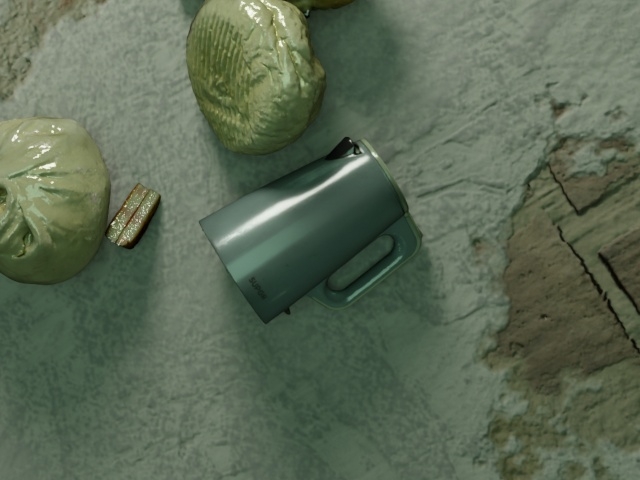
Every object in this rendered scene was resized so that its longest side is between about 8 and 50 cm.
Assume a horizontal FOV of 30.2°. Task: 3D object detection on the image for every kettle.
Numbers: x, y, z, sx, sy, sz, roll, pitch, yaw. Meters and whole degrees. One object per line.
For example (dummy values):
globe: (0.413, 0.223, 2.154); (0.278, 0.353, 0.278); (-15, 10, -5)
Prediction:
kettle: (0.000, 0.000, 1.540); (0.243, 0.160, 0.210); (-31, 113, -2)

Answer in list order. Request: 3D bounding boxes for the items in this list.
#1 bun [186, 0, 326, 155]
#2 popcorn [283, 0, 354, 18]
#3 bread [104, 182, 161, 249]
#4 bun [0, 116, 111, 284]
bun: (-0.070, -0.218, 1.494); (0.134, 0.220, 0.220); (-19, 96, -33)
popcorn: (-0.015, -0.359, 1.497); (0.167, 0.148, 0.152); (8, 74, -9)
bread: (-0.255, -0.020, 1.582); (0.043, 0.109, 0.062); (28, 139, -2)
bun: (-0.382, -0.054, 1.524); (0.231, 0.133, 0.231); (-1, 88, 20)
